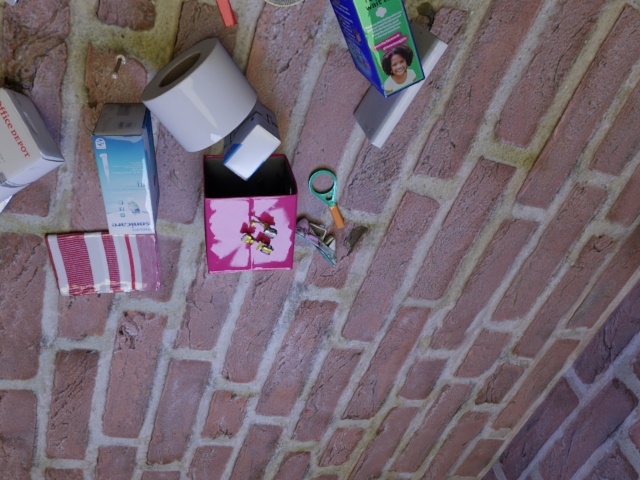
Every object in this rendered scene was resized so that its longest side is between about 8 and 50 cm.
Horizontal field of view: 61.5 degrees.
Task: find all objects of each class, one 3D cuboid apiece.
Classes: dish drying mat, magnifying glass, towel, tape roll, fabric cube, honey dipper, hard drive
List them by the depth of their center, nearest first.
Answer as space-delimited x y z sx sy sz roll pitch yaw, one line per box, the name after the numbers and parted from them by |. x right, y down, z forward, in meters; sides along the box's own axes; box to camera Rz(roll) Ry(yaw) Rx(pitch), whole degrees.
-0.498 -0.433 1.328 0.030 0.161 0.031 -7 126 -9 | honey dipper
-0.306 -0.369 1.366 0.246 0.246 0.169 -32 125 11 | tape roll
-0.242 -0.590 1.371 0.032 0.008 0.083 -19 126 0 | dish drying mat
0.207 -0.428 1.465 0.040 0.203 0.308 21 118 -26 | hard drive
-0.211 -0.082 1.584 0.258 0.254 0.258 -3 125 -11 | fabric cube
-0.686 0.074 1.723 0.328 0.037 0.237 -3 124 -11 | towel
0.030 -0.133 1.745 0.092 0.026 0.231 -22 127 3 | magnifying glass

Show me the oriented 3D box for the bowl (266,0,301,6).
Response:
-0.093 -0.667 1.305 0.169 0.080 0.170 -6 126 -8 | bowl

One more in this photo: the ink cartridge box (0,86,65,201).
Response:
-0.835 -0.221 1.368 0.282 0.117 0.207 -29 91 5 | ink cartridge box

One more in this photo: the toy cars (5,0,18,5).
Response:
-0.681 -0.716 1.139 0.176 0.087 0.394 -4 129 -4 | toy cars

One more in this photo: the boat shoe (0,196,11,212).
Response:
-0.886 -0.157 1.489 0.084 0.095 0.258 33 101 -24 | boat shoe

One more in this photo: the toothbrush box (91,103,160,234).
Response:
-0.518 -0.194 1.459 0.126 0.216 0.296 -2 124 -11 | toothbrush box

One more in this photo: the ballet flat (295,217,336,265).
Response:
0.000 0.000 1.810 0.079 0.077 0.221 -49 122 -1 | ballet flat

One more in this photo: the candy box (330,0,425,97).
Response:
0.118 -0.551 1.318 0.122 0.268 0.317 -27 126 3 | candy box

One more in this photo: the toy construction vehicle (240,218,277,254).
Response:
-0.162 -0.012 1.473 0.098 0.035 0.086 22 128 -24 | toy construction vehicle

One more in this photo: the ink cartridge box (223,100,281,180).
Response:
-0.192 -0.281 1.480 0.085 0.203 0.148 34 111 -28 | ink cartridge box
